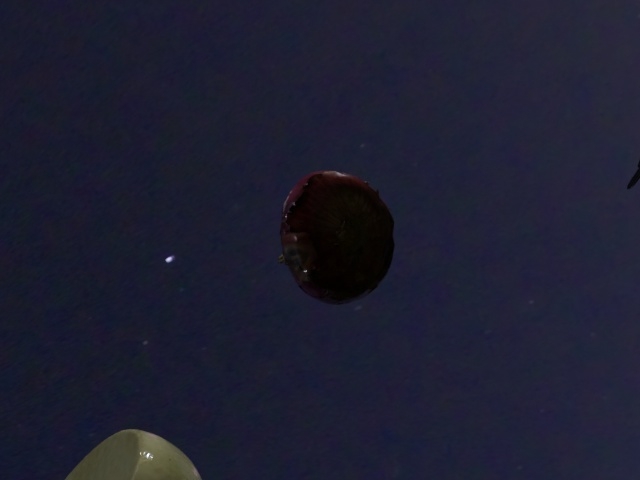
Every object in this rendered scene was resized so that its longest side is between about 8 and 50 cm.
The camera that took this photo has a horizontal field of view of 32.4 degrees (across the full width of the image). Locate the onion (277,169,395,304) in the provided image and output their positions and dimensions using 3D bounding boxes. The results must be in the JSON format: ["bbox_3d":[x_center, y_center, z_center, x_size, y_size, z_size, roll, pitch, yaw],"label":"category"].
[{"bbox_3d":[0.000,0.000,1.235,0.150,0.140,0.150,7,-101,-35],"label":"onion"}]

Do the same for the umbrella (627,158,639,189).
[{"bbox_3d":[0.214,-0.075,0.668,0.022,0.148,0.022,38,-120,18],"label":"umbrella"}]

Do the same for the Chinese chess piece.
[{"bbox_3d":[-0.233,0.325,1.191,0.101,0.250,0.250,41,-122,-17],"label":"Chinese chess piece"}]
